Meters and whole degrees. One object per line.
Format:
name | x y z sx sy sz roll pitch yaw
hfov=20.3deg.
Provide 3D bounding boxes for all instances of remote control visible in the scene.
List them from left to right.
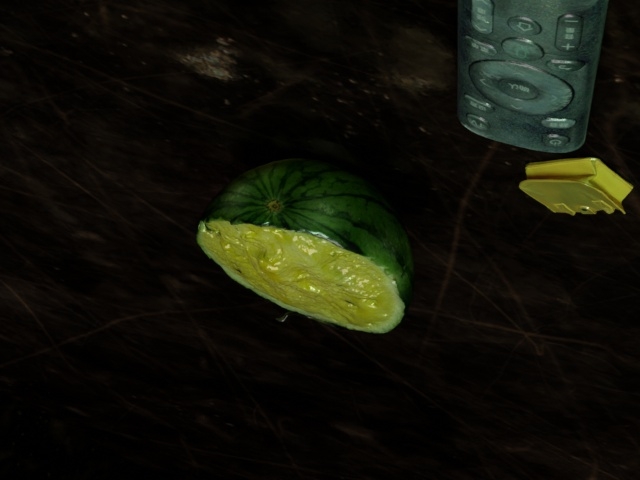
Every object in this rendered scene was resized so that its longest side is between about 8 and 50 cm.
remote control | 0.148 -0.161 1.262 0.107 0.044 0.377 19 160 11

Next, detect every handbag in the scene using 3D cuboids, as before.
handbag | 0.217 -0.045 1.529 0.061 0.027 0.083 33 158 -34

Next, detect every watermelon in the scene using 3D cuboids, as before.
watermelon | -0.002 -0.003 1.683 0.204 0.127 0.232 4 154 35
